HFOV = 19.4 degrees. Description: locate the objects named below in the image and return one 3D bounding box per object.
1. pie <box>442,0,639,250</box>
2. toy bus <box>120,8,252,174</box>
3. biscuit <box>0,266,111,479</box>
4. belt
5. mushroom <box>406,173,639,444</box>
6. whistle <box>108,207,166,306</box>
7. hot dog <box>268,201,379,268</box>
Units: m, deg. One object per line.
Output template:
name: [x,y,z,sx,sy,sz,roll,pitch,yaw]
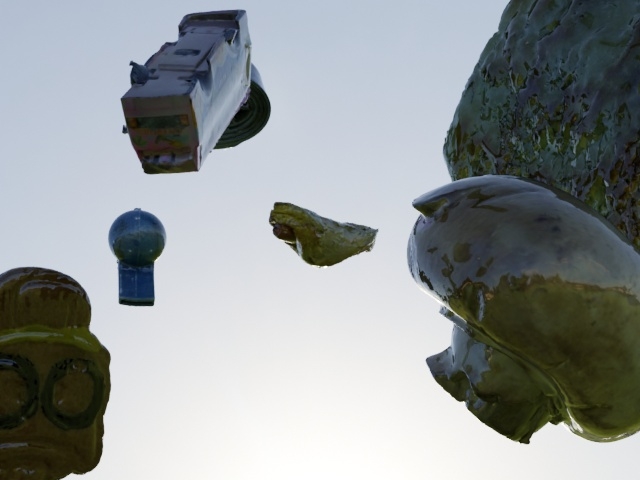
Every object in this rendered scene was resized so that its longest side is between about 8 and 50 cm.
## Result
pie: [0.302,-0.143,1.856,0.180,0.395,0.418,19,6,-42]
toy bus: [-0.147,-0.174,2.128,0.090,0.112,0.274,-3,25,15]
biscuit: [-0.323,0.173,2.056,0.208,0.290,0.041,4,2,-35]
belt: [-0.162,-0.204,2.654,0.190,0.082,0.141,9,-53,-23]
mushroom: [0.165,0.051,1.466,0.184,0.255,0.255,-50,-29,10]
whistle: [-0.256,0.011,2.630,0.090,0.158,0.090,-4,-47,-4]
hot dog: [0.000,0.001,2.161,0.169,0.061,0.078,16,-10,-40]
